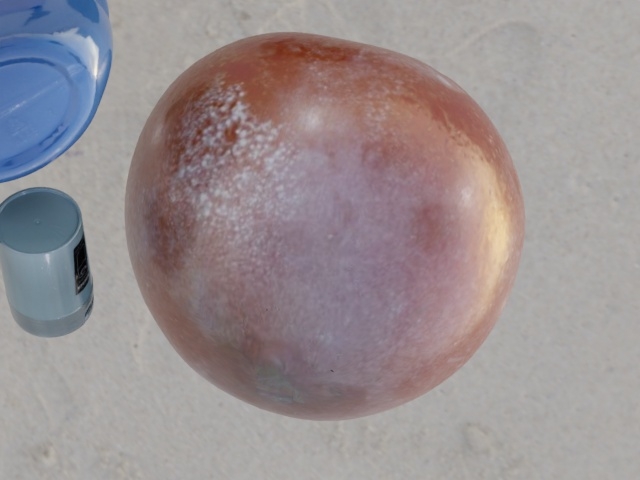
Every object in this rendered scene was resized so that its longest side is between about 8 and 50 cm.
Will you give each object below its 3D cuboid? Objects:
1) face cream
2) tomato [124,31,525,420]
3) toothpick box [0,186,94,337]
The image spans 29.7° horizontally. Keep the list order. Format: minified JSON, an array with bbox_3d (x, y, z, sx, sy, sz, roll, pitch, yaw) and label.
[{"bbox_3d":[-0.203,-0.137,0.727,0.149,0.264,0.083,-29,129,2],"label":"face cream"},{"bbox_3d":[0.000,0.000,0.800,0.270,0.270,0.227,48,42,-35],"label":"tomato"},{"bbox_3d":[-0.161,0.014,0.707,0.052,0.052,0.083,-24,149,-22],"label":"toothpick box"}]
